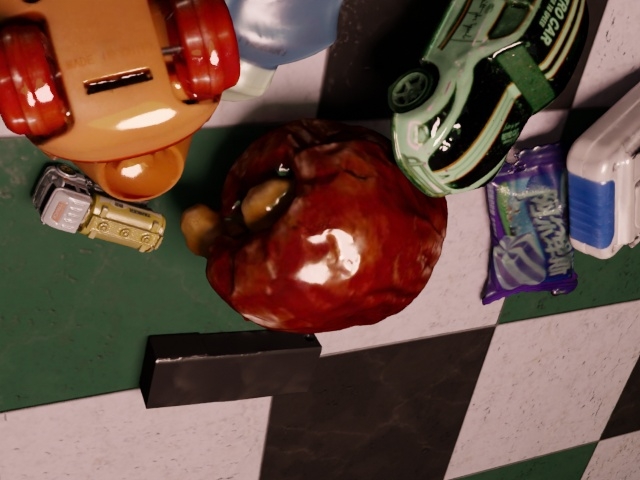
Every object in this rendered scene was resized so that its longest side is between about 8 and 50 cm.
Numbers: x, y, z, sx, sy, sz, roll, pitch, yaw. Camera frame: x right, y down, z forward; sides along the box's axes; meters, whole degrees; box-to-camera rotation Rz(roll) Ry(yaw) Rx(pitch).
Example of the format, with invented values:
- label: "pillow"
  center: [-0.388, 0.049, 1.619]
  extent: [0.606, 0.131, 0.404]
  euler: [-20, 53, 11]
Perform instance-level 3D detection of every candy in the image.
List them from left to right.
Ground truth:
- label: "candy"
  center: [0.285, -0.012, 1.084]
  extent: [0.145, 0.070, 0.275]
  euler: [-15, 132, -7]

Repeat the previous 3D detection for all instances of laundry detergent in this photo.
- label: "laundry detergent"
  center: [-0.025, -0.253, 0.726]
  extent: [0.143, 0.094, 0.290]
  euler: [11, 121, -38]

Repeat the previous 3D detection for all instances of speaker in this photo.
- label: "speaker"
  center: [-0.110, 0.155, 1.011]
  extent: [0.218, 0.044, 0.082]
  euler: [-1, 124, -28]

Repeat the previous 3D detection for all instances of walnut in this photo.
- label: "walnut"
  center: [0.000, 0.000, 0.859]
  extent: [0.244, 0.222, 0.269]
  euler: [-25, 151, 35]

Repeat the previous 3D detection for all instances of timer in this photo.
- label: "timer"
  center: [0.412, -0.105, 1.025]
  extent: [0.253, 0.078, 0.178]
  euler: [-40, 135, -23]

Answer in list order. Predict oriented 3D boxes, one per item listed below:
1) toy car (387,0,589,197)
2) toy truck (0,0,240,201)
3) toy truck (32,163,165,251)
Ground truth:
- label: "toy car"
  center: [0.181, -0.184, 0.802]
  extent: [0.136, 0.125, 0.306]
  euler: [39, 70, -41]
- label: "toy truck"
  center: [-0.177, -0.167, 0.662]
  extent: [0.189, 0.239, 0.265]
  euler: [-15, 88, -12]
- label: "toy truck"
  center: [-0.216, -0.028, 0.804]
  extent: [0.123, 0.063, 0.052]
  euler: [18, 114, -37]
